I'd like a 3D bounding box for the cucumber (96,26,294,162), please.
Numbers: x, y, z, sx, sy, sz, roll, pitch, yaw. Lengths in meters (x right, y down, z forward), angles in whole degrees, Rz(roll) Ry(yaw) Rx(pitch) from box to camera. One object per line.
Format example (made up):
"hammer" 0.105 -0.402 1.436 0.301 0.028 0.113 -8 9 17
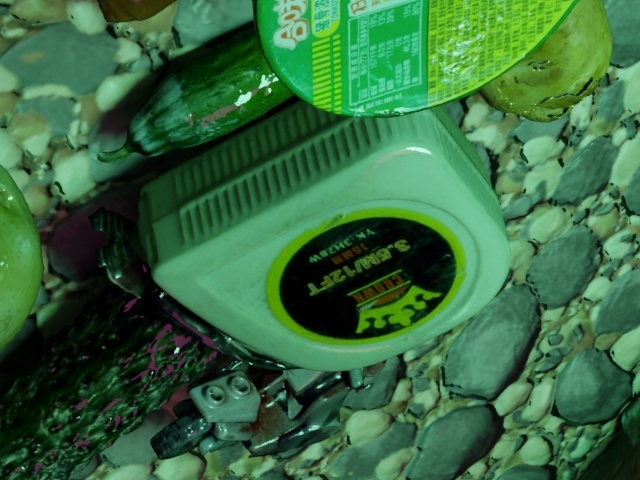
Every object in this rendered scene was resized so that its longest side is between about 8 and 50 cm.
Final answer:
"cucumber" -0.033 -0.112 1.271 0.250 0.056 0.056 -26 139 -7

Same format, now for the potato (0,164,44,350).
"potato" -0.292 0.036 1.193 0.251 0.159 0.174 -28 116 10

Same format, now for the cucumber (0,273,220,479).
"cucumber" -0.220 0.151 1.391 0.359 0.096 0.096 -41 138 10

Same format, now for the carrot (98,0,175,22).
"carrot" -0.045 -0.200 1.189 0.216 0.048 0.048 -34 139 -3

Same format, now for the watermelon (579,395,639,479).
"watermelon" 0.311 0.230 1.710 0.151 0.302 0.264 33 117 -5

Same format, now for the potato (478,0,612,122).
"potato" 0.142 -0.143 1.324 0.107 0.080 0.170 -36 139 -12

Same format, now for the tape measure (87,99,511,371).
"tape measure" 0.000 0.000 1.312 0.235 0.115 0.207 -27 138 15

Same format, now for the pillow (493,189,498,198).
"pillow" 0.043 -0.049 1.388 0.113 0.038 0.203 -36 138 7

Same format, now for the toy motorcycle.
"toy motorcycle" -0.026 0.106 1.440 0.213 0.082 0.122 -19 155 -45

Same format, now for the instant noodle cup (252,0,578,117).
"instant noodle cup" 0.017 -0.214 1.063 0.207 0.233 0.207 -17 137 -16
